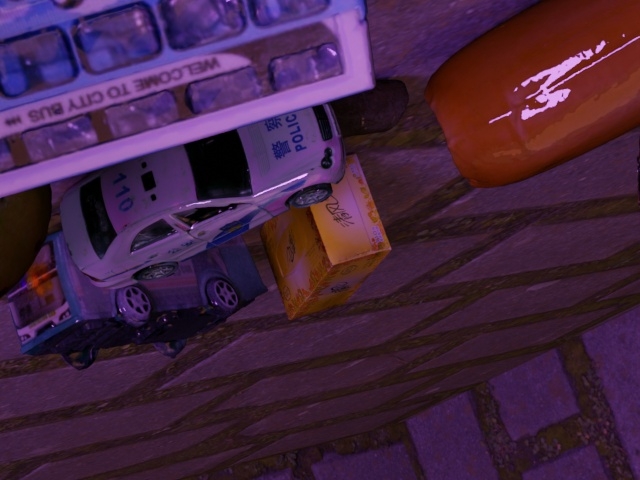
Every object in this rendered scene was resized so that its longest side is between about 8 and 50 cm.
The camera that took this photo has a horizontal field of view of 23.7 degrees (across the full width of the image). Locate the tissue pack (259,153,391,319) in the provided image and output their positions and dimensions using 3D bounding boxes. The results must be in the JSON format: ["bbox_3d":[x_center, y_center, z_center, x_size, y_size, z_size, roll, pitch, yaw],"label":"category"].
[{"bbox_3d":[0.000,0.000,1.391,0.062,0.095,0.176,-15,166,-17],"label":"tissue pack"}]

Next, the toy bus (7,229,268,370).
[{"bbox_3d":[-0.154,0.042,1.306,0.091,0.109,0.261,-30,166,29],"label":"toy bus"}]

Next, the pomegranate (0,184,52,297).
[{"bbox_3d":[-0.230,-0.042,0.818,0.159,0.159,0.205,-20,142,0],"label":"pomegranate"}]

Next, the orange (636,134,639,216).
[{"bbox_3d":[0.428,-0.063,1.408,0.274,0.274,0.274,-19,167,-5],"label":"orange"}]

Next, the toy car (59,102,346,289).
[{"bbox_3d":[-0.090,-0.043,1.105,0.224,0.090,0.076,-25,160,21],"label":"toy car"}]

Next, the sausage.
[{"bbox_3d":[0.248,-0.155,1.104,0.354,0.116,0.134,-27,151,16],"label":"sausage"}]

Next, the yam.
[{"bbox_3d":[0.021,-0.098,1.150,0.094,0.043,0.043,-9,163,-34],"label":"yam"}]

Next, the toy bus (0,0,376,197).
[{"bbox_3d":[-0.128,-0.099,0.678,0.297,0.106,0.131,-17,127,-3],"label":"toy bus"}]
